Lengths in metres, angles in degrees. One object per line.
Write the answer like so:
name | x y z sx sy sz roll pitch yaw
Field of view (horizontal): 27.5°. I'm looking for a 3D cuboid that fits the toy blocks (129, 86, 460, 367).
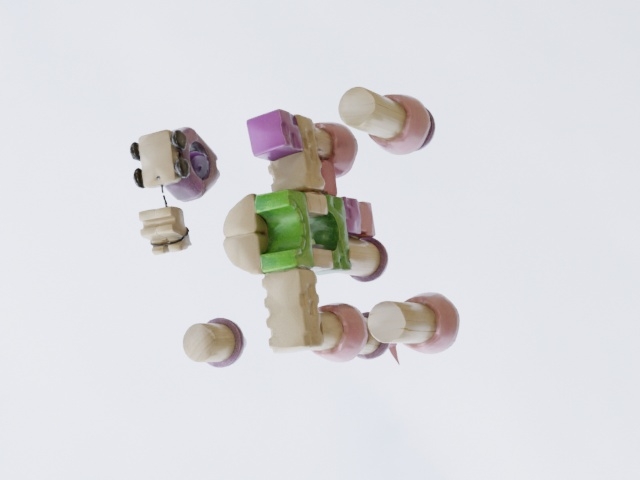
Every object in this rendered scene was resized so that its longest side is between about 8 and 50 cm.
toy blocks | 0.000 0.000 1.454 0.260 0.309 0.289 8 -108 -63
